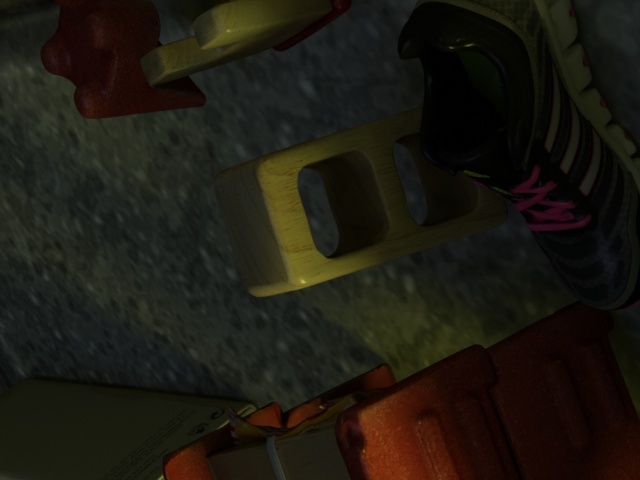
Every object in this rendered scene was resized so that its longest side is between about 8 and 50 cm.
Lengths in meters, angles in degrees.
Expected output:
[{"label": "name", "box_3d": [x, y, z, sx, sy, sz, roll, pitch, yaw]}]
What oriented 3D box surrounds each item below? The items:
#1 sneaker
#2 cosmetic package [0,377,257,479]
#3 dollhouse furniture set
[{"label": "sneaker", "box_3d": [0.080, -0.036, 0.631, 0.063, 0.075, 0.170, 1, 123, 51]}, {"label": "cosmetic package", "box_3d": [-0.140, 0.196, 1.106, 0.309, 0.113, 0.160, 1, 123, 52]}, {"label": "dollhouse furniture set", "box_3d": [0.000, 0.000, 0.741, 0.201, 0.152, 0.374, -21, 88, 57]}]
